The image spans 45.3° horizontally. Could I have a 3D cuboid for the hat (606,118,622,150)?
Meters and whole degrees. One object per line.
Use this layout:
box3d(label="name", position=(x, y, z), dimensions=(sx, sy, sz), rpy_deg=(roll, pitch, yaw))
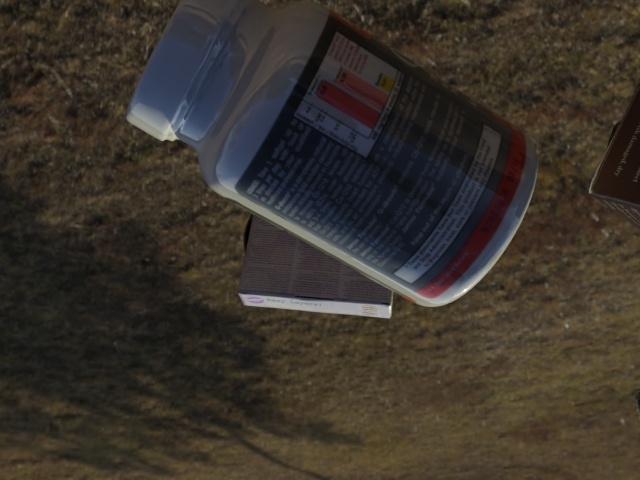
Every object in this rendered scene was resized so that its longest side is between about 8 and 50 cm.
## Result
box3d(label="hat", position=(0.528, -0.137, 1.190), dimensions=(0.134, 0.331, 0.331), rpy_deg=(23, 164, 38))

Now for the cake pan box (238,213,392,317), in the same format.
box3d(label="cake pan box", position=(0.000, 0.000, 1.302), dimensions=(0.266, 0.246, 0.070), rpy_deg=(3, 151, 5))

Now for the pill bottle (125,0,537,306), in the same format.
box3d(label="pill bottle", position=(0.010, -0.102, 0.759), dimensions=(0.363, 0.210, 0.210), rpy_deg=(29, 137, -12))

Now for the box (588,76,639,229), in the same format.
box3d(label="box", position=(0.408, -0.068, 0.729), dimensions=(0.168, 0.167, 0.203), rpy_deg=(24, -178, -40))

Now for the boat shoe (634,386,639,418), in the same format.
box3d(label="boat shoe", position=(0.440, 0.262, 0.863), dimensions=(0.108, 0.301, 0.102), rpy_deg=(8, 125, -16))
